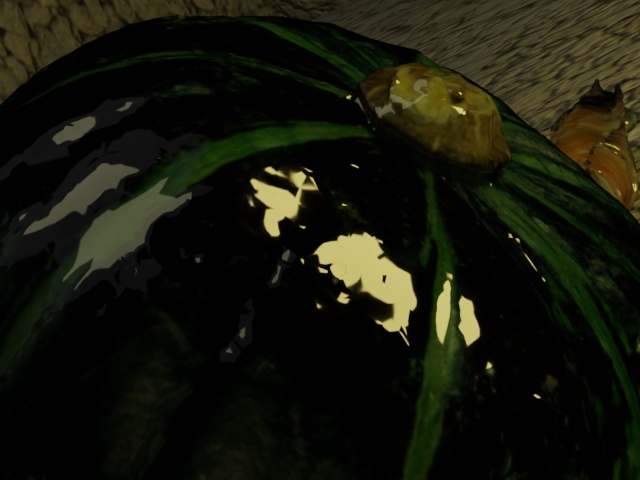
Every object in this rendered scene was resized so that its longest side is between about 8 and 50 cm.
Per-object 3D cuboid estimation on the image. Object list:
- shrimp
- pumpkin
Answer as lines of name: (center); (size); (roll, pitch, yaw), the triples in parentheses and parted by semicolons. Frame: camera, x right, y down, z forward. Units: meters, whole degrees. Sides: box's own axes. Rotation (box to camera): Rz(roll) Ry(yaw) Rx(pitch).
shrimp: (0.137, -0.023, 1.237); (0.164, 0.062, 0.317); (-27, 13, 28)
pumpkin: (-0.004, 0.039, 0.666); (0.238, 0.315, 0.315); (-61, -2, 23)
